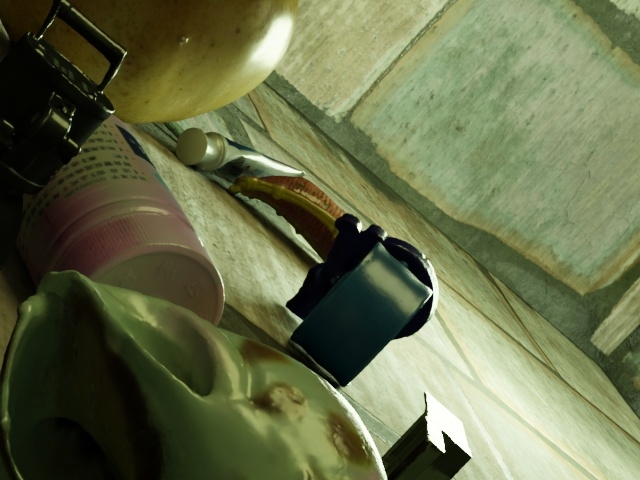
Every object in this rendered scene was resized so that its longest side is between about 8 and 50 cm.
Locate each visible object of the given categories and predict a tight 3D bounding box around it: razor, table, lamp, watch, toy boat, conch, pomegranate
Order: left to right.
[{"bbox_3d":[-0.260,-0.080,1.436,0.147,0.227,0.172,40,10,-19],"label":"lamp"},{"bbox_3d":[-0.273,-0.217,2.614,0.211,0.036,0.084,39,12,-22],"label":"razor"},{"bbox_3d":[-0.238,-0.335,2.313,0.416,0.416,0.416,42,9,-8],"label":"pomegranate"},{"bbox_3d":[-0.075,0.186,1.141,0.368,0.197,0.249,48,46,6],"label":"conch"},{"bbox_3d":[0.003,-0.006,2.663,0.318,0.099,0.141,43,-18,-7],"label":"toy boat"},{"bbox_3d":[0.044,0.088,2.175,0.171,0.196,0.200,34,30,4],"label":"watch"},{"bbox_3d":[0.074,0.235,1.666,0.062,0.146,0.175,42,9,-7],"label":"table"}]

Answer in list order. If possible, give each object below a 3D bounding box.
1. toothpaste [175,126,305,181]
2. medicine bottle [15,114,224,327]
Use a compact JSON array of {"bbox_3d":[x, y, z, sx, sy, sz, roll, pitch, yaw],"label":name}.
[{"bbox_3d":[-0.127,-0.117,2.650,0.266,0.096,0.061,21,54,-59],"label":"toothpaste"},{"bbox_3d":[-0.198,-0.001,1.579,0.152,0.152,0.254,35,12,-40],"label":"medicine bottle"}]
